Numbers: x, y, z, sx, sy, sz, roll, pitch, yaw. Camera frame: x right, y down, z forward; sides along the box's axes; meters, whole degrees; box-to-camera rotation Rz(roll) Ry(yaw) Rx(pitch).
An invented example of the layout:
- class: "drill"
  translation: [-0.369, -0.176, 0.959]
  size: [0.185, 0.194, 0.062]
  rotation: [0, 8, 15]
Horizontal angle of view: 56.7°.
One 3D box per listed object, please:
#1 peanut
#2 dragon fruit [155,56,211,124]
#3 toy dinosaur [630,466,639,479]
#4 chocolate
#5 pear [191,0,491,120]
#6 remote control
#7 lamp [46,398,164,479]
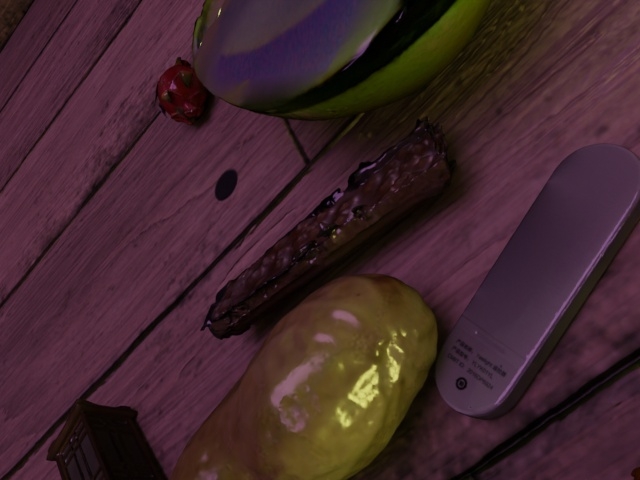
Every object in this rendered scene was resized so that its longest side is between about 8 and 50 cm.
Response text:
- class: "peanut"
  translation: [-0.026, 0.160, 0.514]
  size: [0.319, 0.147, 0.147]
  rotation: [-48, 45, 10]
- class: "dragon fruit"
  translation: [-0.216, -0.240, 0.938]
  size: [0.086, 0.081, 0.116]
  rotation: [-24, 56, 47]
- class: "toy dinosaur"
  translation: [0.327, 0.116, 0.230]
  size: [0.432, 0.097, 0.208]
  rotation: [-4, 83, 47]
- class: "chocolate"
  translation: [0.005, 0.003, 0.616]
  size: [0.329, 0.065, 0.102]
  rotation: [-38, 16, 25]
- class: "pear"
  translation: [0.052, -0.280, 0.634]
  size: [0.398, 0.165, 0.399]
  rotation: [-21, 57, 36]
- class: "remote control"
  translation: [0.172, 0.033, 0.474]
  size: [0.077, 0.022, 0.245]
  rotation: [37, 98, 49]
- class: "lamp"
  translation: [-0.214, 0.311, 0.662]
  size: [0.325, 0.089, 0.090]
  rotation: [37, 98, 48]
